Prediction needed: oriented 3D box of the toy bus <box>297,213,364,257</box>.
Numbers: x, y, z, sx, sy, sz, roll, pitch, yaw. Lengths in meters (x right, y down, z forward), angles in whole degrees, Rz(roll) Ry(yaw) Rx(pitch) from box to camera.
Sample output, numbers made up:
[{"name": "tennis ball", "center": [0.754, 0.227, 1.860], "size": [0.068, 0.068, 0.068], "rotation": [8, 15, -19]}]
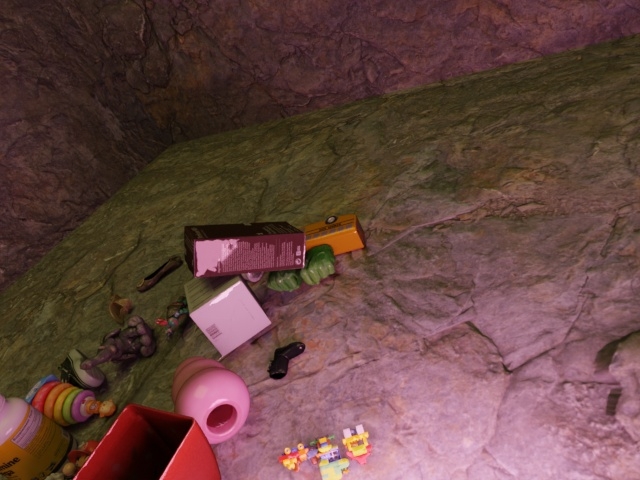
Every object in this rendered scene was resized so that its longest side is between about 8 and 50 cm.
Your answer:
[{"name": "toy bus", "center": [0.000, 0.000, 1.756], "size": [0.333, 0.108, 0.130], "rotation": [-16, 36, 17]}]

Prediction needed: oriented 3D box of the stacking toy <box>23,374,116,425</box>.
[{"name": "stacking toy", "center": [-0.853, 0.580, 1.572], "size": [0.302, 0.165, 0.175], "rotation": [-1, 35, 13]}]

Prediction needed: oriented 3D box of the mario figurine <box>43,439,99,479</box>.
[{"name": "mario figurine", "center": [-0.681, 0.702, 1.220], "size": [0.198, 0.170, 0.320], "rotation": [7, 42, -10]}]

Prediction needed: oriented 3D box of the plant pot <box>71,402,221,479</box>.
[{"name": "plant pot", "center": [-0.406, 0.600, 1.107], "size": [0.267, 0.235, 0.267], "rotation": [-4, 39, 33]}]

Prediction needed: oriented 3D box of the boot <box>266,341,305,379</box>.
[{"name": "boot", "center": [-0.104, 0.369, 1.380], "size": [0.121, 0.045, 0.099], "rotation": [-22, 30, 23]}]

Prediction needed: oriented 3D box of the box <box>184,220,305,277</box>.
[{"name": "box", "center": [-0.263, 0.023, 1.561], "size": [0.382, 0.143, 0.191], "rotation": [-6, 18, -25]}]

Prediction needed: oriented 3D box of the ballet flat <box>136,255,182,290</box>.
[{"name": "ballet flat", "center": [-0.778, 0.152, 2.159], "size": [0.250, 0.058, 0.084], "rotation": [-36, 33, -12]}]

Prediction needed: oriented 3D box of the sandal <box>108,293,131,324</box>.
[{"name": "sandal", "center": [-0.897, 0.286, 2.035], "size": [0.079, 0.088, 0.240], "rotation": [-40, 29, -8]}]

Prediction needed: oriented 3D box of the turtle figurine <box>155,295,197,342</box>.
[{"name": "turtle figurine", "center": [-0.542, 0.286, 1.760], "size": [0.175, 0.118, 0.234], "rotation": [-19, 28, 14]}]

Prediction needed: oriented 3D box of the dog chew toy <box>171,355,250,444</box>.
[{"name": "dog chew toy", "center": [-0.340, 0.443, 1.321], "size": [0.207, 0.206, 0.332], "rotation": [-40, 27, -18]}]

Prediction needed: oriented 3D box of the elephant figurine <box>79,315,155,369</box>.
[{"name": "elephant figurine", "center": [-0.768, 0.398, 1.710], "size": [0.239, 0.186, 0.169], "rotation": [-27, 54, -14]}]

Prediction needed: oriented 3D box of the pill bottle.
[{"name": "pill bottle", "center": [-0.945, 0.612, 1.393], "size": [0.188, 0.334, 0.188], "rotation": [-20, 33, 14]}]

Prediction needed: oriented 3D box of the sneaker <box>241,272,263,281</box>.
[{"name": "sneaker", "center": [-0.264, 0.070, 1.873], "size": [0.115, 0.090, 0.232], "rotation": [-1, 41, 41]}]

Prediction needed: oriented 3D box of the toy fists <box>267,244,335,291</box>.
[{"name": "toy fists", "center": [-0.071, 0.115, 1.665], "size": [0.279, 0.096, 0.142], "rotation": [-17, 25, 19]}]

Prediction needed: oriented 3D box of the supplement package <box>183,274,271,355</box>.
[{"name": "supplement package", "center": [-0.333, 0.222, 1.581], "size": [0.198, 0.199, 0.263], "rotation": [-34, 25, -8]}]

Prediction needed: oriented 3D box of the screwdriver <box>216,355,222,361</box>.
[{"name": "screwdriver", "center": [-0.294, 0.359, 1.552], "size": [0.170, 0.024, 0.025], "rotation": [-43, 7, -23]}]

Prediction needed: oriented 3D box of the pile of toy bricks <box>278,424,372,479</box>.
[{"name": "pile of toy bricks", "center": [0.017, 0.519, 1.054], "size": [0.212, 0.118, 0.105], "rotation": [-14, 61, -7]}]

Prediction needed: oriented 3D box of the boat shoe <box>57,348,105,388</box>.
[{"name": "boat shoe", "center": [-0.928, 0.520, 1.732], "size": [0.335, 0.121, 0.119], "rotation": [3, 51, 54]}]
